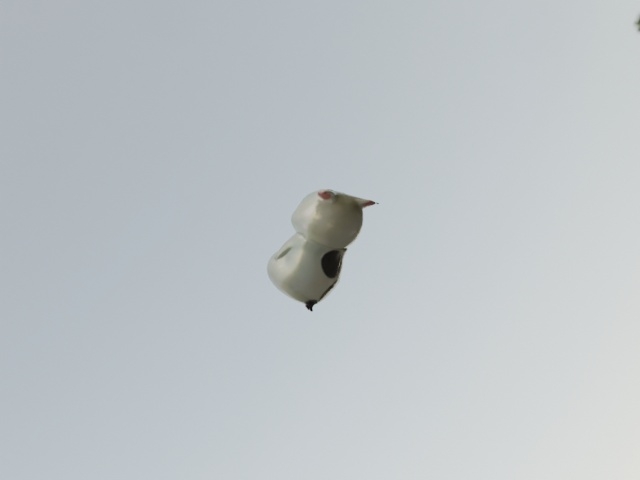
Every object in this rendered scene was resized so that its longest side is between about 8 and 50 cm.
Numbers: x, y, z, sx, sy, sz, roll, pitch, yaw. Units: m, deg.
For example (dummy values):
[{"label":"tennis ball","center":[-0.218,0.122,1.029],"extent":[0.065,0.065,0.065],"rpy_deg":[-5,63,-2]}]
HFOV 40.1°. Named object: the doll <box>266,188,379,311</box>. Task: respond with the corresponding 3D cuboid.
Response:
[{"label":"doll","center":[-0.004,0.005,1.290],"extent":[0.110,0.107,0.180],"rpy_deg":[9,-72,-42]}]
